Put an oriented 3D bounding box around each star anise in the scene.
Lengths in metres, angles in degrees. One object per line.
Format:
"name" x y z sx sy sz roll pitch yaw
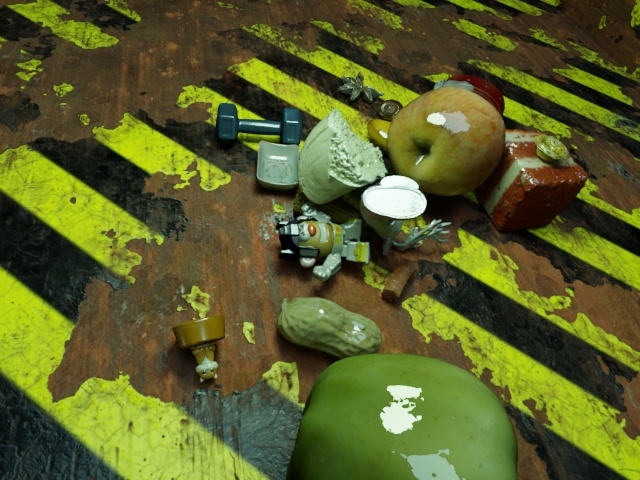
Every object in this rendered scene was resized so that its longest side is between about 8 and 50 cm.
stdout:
"star anise" 0.169 -0.696 2.063 0.171 0.063 0.208 -30 66 -27

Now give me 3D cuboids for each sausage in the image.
"sausage" 0.251 0.117 1.407 0.065 0.065 0.169 29 50 12

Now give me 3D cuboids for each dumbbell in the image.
"dumbbell" -0.232 -0.430 1.698 0.324 0.160 0.144 1 82 -10

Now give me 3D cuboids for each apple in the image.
"apple" 0.431 -0.341 1.576 0.391 0.391 0.346 38 49 18
"apple" 0.154 0.442 0.879 0.473 0.474 0.474 6 50 -7

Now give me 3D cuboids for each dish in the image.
"dish" -0.155 -0.261 1.619 0.151 0.077 0.212 5 50 -10

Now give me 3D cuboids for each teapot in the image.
"teapot" 0.311 -0.575 1.989 0.129 0.078 0.098 16 88 19

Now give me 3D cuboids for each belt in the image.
"belt" 0.646 -0.600 1.979 0.324 0.227 0.115 27 47 10

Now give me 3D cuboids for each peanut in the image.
"peanut" 0.024 0.236 1.201 0.291 0.159 0.143 20 75 4

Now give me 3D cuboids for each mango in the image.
"mango" 0.330 -0.413 1.828 0.294 0.120 0.177 6 58 -6

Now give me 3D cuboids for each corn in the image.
"corn" 0.018 -0.102 1.528 0.231 0.080 0.080 19 50 1

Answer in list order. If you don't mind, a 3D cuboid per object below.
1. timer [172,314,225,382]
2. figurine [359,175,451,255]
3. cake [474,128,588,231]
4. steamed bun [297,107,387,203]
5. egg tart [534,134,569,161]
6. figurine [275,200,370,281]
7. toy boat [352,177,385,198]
"timer" -0.296 0.280 1.134 0.132 0.132 0.152 -10 77 -20
"figurine" 0.277 -0.075 1.449 0.284 0.316 0.206 -22 70 -5
"cake" 0.762 -0.235 1.674 0.270 0.269 0.319 -4 54 -15
"steamed bun" 0.055 -0.281 1.460 0.272 0.273 0.290 65 23 -2
"egg tart" 0.791 -0.311 1.538 0.128 0.049 0.129 9 49 -11
"figurine" 0.000 0.004 1.393 0.308 0.143 0.308 7 32 -4
"toy boat" 0.159 -0.228 1.651 0.319 0.092 0.141 38 46 20
